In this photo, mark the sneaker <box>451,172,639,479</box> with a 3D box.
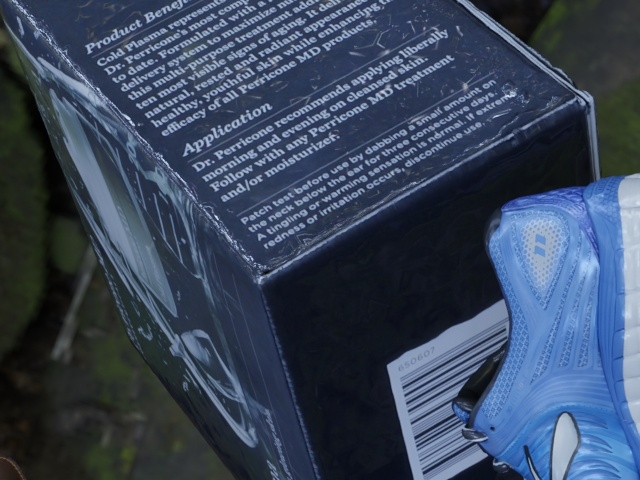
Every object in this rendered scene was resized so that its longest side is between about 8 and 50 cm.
[{"bbox_3d":[0.164,0.114,1.116,0.147,0.130,0.330,1,111,28],"label":"sneaker"}]

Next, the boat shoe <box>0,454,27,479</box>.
[{"bbox_3d":[-0.201,0.222,1.306,0.060,0.064,0.178,-42,54,27],"label":"boat shoe"}]

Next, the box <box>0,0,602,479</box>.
[{"bbox_3d":[0.000,0.000,1.595,0.297,0.480,0.472,-29,45,-14],"label":"box"}]
